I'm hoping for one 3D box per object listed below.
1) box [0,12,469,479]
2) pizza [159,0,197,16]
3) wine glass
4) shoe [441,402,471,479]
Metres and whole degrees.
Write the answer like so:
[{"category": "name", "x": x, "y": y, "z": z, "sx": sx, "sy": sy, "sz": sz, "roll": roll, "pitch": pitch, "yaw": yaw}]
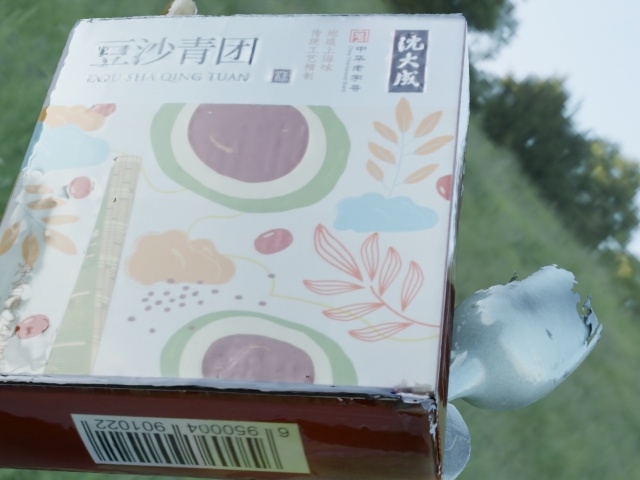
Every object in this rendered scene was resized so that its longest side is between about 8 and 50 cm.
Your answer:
[{"category": "box", "x": -0.065, "y": -0.007, "z": 1.008, "sx": 0.122, "sy": 0.344, "sz": 0.385, "roll": 79, "pitch": 15, "yaw": -49}, {"category": "pizza", "x": -0.163, "y": -0.119, "z": 1.270, "sx": 0.058, "sy": 0.246, "sz": 0.127, "roll": 18, "pitch": -9, "yaw": -7}, {"category": "wine glass", "x": 0.156, "y": 0.135, "z": 1.308, "sx": 0.143, "sy": 0.321, "sz": 0.143, "roll": 21, "pitch": -55, "yaw": 34}, {"category": "shoe", "x": 0.118, "y": 0.322, "z": 2.077, "sx": 0.132, "sy": 0.210, "sz": 0.342, "roll": 28, "pitch": 20, "yaw": -23}]
